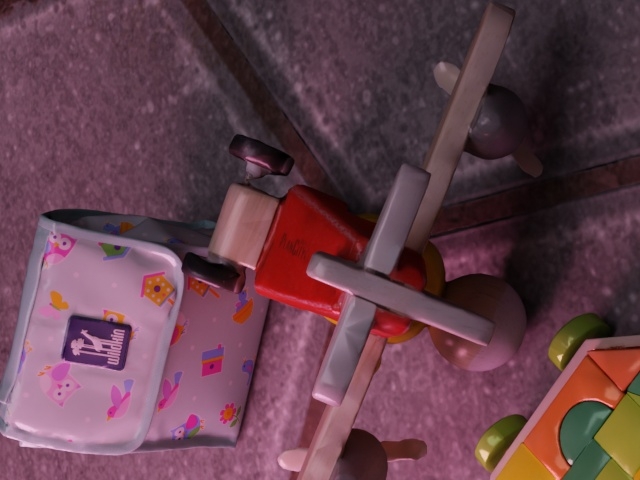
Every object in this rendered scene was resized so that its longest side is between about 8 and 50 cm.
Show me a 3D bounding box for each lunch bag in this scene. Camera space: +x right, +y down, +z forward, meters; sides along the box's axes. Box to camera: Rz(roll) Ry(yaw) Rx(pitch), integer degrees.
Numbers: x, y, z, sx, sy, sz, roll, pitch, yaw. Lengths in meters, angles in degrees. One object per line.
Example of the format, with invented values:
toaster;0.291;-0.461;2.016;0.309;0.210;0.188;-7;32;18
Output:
lunch bag;-0.186;0.088;1.771;0.160;0.262;0.223;21;101;41

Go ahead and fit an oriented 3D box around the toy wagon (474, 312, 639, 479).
toy wagon;0.274;0.177;1.485;0.267;0.068;0.344;48;118;32

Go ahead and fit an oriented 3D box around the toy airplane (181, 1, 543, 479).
toy airplane;0.067;0.039;1.542;0.386;0.272;0.384;-47;30;42

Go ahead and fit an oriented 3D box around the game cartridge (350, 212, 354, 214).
game cartridge;0.000;0.000;1.774;0.083;0.017;0.056;-13;75;40
